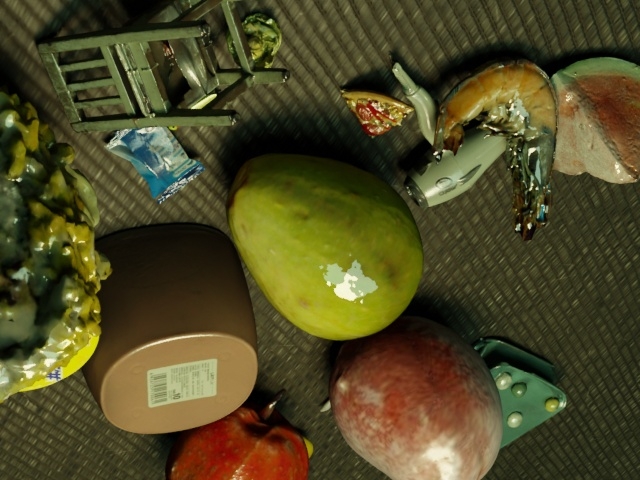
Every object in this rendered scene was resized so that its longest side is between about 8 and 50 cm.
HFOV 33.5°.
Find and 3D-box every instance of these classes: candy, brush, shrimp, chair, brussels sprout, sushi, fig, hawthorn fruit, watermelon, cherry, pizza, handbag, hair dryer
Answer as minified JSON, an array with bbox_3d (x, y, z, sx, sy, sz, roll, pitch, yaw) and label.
[{"bbox_3d":[-0.235,-0.119,1.498,0.088,0.038,0.136,-35,127,7],"label":"candy"},{"bbox_3d":[-0.177,-0.182,1.472,0.083,0.021,0.019,-35,138,4],"label":"brush"},{"bbox_3d":[0.266,-0.126,1.594,0.222,0.054,0.290,-15,108,-24],"label":"shrimp"},{"bbox_3d":[-0.195,-0.229,1.341,0.270,0.147,0.136,1,124,33],"label":"chair"},{"bbox_3d":[-0.087,-0.263,1.411,0.085,0.058,0.085,-2,100,-14],"label":"brussels sprout"},{"bbox_3d":[-0.435,0.003,1.262,0.351,0.397,0.240,-20,179,-11],"label":"sushi"},{"bbox_3d":[0.000,0.000,1.567,0.258,0.258,0.326,-42,123,18],"label":"fig"},{"bbox_3d":[-0.134,0.389,1.885,0.254,0.254,0.300,17,113,-35],"label":"hawthorn fruit"},{"bbox_3d":[0.446,-0.180,1.666,0.207,0.202,0.136,-16,176,-6],"label":"watermelon"},{"bbox_3d":[0.179,0.302,1.904,0.291,0.335,0.326,-47,158,1],"label":"cherry"},{"bbox_3d":[0.088,-0.185,1.539,0.099,0.029,0.100,-2,143,35],"label":"pizza"},{"bbox_3d":[0.341,0.340,2.156,0.274,0.100,0.268,-44,135,19],"label":"handbag"},{"bbox_3d":[0.223,-0.193,1.612,0.229,0.092,0.267,-21,128,-14],"label":"hair dryer"}]

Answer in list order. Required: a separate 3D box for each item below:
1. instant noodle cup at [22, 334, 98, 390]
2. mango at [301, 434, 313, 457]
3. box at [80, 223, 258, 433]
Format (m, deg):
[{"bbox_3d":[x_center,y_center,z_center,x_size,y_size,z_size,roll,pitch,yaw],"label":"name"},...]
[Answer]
[{"bbox_3d":[-0.433,0.083,1.508,0.213,0.174,0.213,-13,135,-13],"label":"instant noodle cup"},{"bbox_3d":[-0.110,0.438,2.072,0.122,0.085,0.191,35,103,-31],"label":"mango"},{"bbox_3d":[-0.239,0.144,1.628,0.301,0.216,0.301,-11,135,-11],"label":"box"}]
